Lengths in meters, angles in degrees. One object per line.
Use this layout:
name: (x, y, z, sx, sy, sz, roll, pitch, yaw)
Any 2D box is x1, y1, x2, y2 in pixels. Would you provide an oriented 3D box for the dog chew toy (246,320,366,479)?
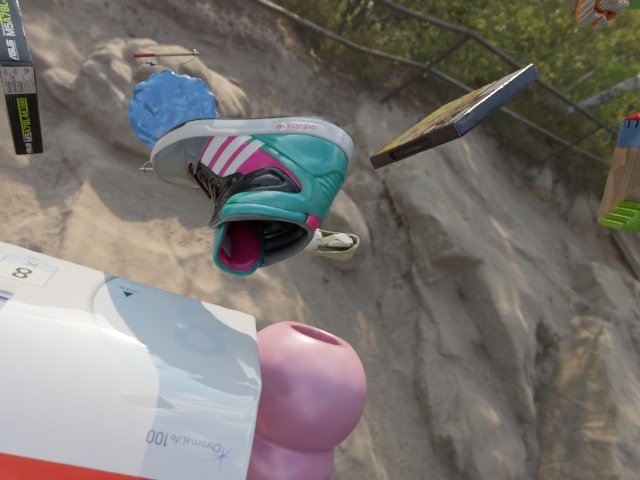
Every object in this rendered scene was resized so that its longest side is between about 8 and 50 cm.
dog chew toy: (-0.061, 0.297, 0.714, 0.207, 0.207, 0.331, 22, 88, -46)

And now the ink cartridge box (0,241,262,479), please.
ink cartridge box: (-0.201, 0.143, 0.393, 0.308, 0.091, 0.385, 21, 13, -18)

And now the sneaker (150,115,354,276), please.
sneaker: (-0.112, -0.048, 0.587, 0.124, 0.296, 0.178, 49, 49, -52)

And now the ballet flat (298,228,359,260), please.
ballet flat: (0.000, 0.000, 1.259, 0.249, 0.086, 0.086, 7, 53, -33)

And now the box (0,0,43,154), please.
box: (-0.442, -0.251, 0.678, 0.045, 0.190, 0.184, -14, 71, -32)

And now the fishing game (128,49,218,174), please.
fishing game: (-0.314, -0.276, 1.021, 0.041, 0.189, 0.264, 170, -87, -81)

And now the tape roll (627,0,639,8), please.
tape roll: (0.698, -0.638, 1.044, 0.321, 0.077, 0.321, 24, 3, -1)

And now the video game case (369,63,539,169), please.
video game case: (0.266, -0.247, 0.967, 0.275, 0.248, 0.035, -38, 103, -27)

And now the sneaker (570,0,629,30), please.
sneaker: (0.451, -0.412, 0.789, 0.215, 0.084, 0.083, -16, 73, -55)

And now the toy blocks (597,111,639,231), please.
toy blocks: (0.695, -0.143, 0.879, 0.382, 0.260, 0.191, 3, 12, -17)
